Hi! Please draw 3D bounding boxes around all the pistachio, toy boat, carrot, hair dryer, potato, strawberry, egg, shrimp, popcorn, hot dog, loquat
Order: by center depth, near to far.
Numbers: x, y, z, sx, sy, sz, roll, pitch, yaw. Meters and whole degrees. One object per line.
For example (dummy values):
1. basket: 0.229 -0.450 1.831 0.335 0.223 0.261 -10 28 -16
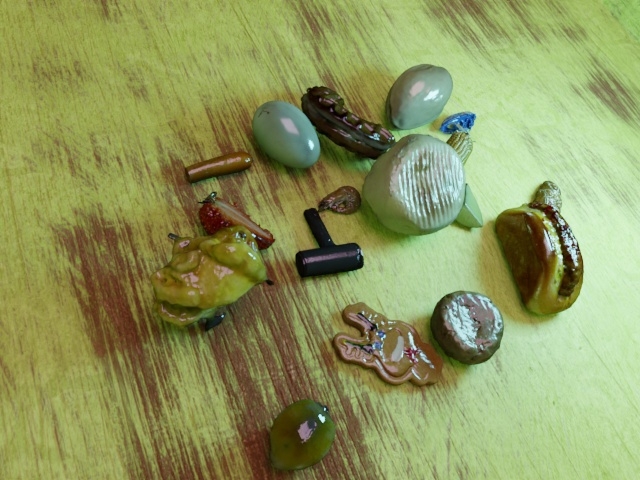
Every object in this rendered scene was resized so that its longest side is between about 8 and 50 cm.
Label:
1. loquat: -0.049 0.485 1.380 0.152 0.152 0.195 41 64 10
2. popcorn: -0.300 0.083 1.453 0.316 0.297 0.281 -42 93 -1
3. strawberry: -0.269 -0.031 1.658 0.236 0.107 0.175 43 20 10
4. hair dryer: 0.000 0.000 1.742 0.197 0.089 0.251 -9 53 -20
5. carrot: -0.320 -0.238 1.783 0.225 0.067 0.067 -20 67 -25
6. egg: -0.112 -0.348 1.847 0.264 0.183 0.183 46 57 6
7. shrimp: 0.062 -0.124 1.858 0.180 0.041 0.099 -24 84 -30
8. hot dog: 0.745 0.032 1.863 0.185 0.223 0.405 -2 60 -16
9. potato: 0.516 -0.112 1.985 0.120 0.081 0.149 50 34 -21
10. pistachio: 0.368 -0.541 2.121 0.332 0.208 0.226 -39 120 -26
11. toy boat: 0.545 -0.444 2.170 0.175 0.091 0.110 -13 47 -19

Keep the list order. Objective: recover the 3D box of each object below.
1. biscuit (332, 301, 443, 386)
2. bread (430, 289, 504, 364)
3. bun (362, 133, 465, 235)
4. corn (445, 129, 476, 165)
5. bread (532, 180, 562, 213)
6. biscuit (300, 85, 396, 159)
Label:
1. biscuit: 0.201 0.313 1.621 0.334 0.047 0.202 27 55 -1
2. bread: 0.436 0.262 1.681 0.230 0.123 0.230 5 62 -10
3. bun: 0.313 -0.173 1.838 0.362 0.234 0.326 -36 95 -24
4. corn: 0.476 -0.280 2.042 0.106 0.106 0.305 30 60 2
5. bread: 0.864 -0.154 2.104 0.105 0.076 0.233 23 54 -5
6. biscuit: 0.083 -0.410 1.939 0.366 0.115 0.268 34 24 7
